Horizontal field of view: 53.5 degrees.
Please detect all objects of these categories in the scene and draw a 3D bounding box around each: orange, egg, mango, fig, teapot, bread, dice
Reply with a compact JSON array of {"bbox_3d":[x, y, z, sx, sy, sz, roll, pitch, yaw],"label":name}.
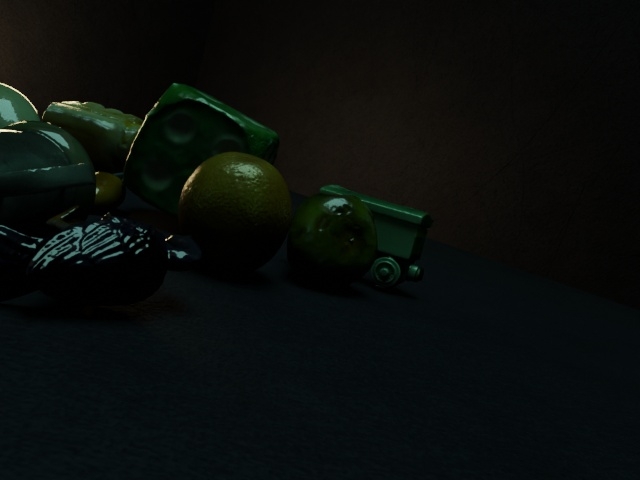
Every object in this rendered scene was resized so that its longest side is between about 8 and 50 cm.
[{"bbox_3d":[-0.163,-0.053,1.215,0.236,0.236,0.236,15,8,-2],"label":"orange"},{"bbox_3d":[-0.805,-0.271,1.577,0.218,0.218,0.295,5,28,-50],"label":"egg"},{"bbox_3d":[-0.514,-0.112,1.487,0.102,0.084,0.184,19,12,-5],"label":"mango"},{"bbox_3d":[0.000,0.000,1.384,0.206,0.206,0.275,11,-6,-26],"label":"fig"},{"bbox_3d":[-0.449,-0.071,0.865,0.270,0.200,0.337,-5,8,7],"label":"teapot"},{"bbox_3d":[-0.757,-0.345,2.201,0.341,0.210,0.300,15,19,-6],"label":"bread"},{"bbox_3d":[-0.286,-0.196,1.565,0.300,0.297,0.287,29,6,-4],"label":"dice"}]

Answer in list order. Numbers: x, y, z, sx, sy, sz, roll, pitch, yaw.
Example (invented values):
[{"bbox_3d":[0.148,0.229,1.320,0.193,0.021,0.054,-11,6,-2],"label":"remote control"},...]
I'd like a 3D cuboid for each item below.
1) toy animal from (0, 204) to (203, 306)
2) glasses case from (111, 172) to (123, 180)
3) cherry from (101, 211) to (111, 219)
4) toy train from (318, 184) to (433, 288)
[{"bbox_3d":[-0.294,0.021,0.844,0.185,0.122,0.298,18,10,21],"label":"toy animal"},{"bbox_3d":[-0.602,-0.141,1.680,0.105,0.056,0.266,-9,8,1],"label":"glasses case"},{"bbox_3d":[-0.431,-0.054,1.087,0.226,0.107,0.090,5,-11,25],"label":"cherry"},{"bbox_3d":[0.109,-0.005,1.494,0.301,0.202,0.120,18,4,20],"label":"toy train"}]
